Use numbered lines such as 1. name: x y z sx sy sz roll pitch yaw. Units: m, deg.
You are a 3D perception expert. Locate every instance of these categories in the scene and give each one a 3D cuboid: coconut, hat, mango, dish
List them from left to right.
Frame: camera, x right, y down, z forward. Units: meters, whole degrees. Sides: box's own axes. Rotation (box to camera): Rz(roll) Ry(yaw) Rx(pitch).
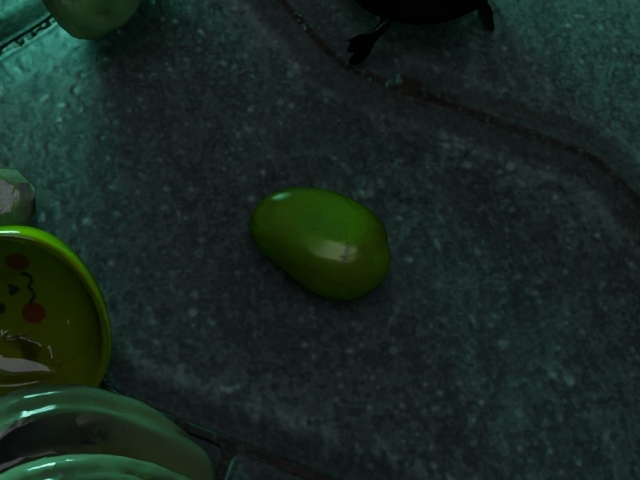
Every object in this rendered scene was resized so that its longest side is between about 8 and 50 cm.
1. dish: -0.341 0.074 0.993 0.262 0.221 0.108 -8 28 0
2. coconut: -0.354 -0.042 1.074 0.083 0.081 0.082 -14 77 26
3. mango: 0.005 -0.004 1.087 0.163 0.089 0.117 40 69 11
4. hat: 0.090 -0.355 1.226 0.336 0.209 0.238 34 46 27

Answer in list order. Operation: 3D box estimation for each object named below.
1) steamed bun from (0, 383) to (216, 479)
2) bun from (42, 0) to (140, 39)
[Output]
1. steamed bun: -0.237 0.301 0.851 0.339 0.247 0.352 20 71 4
2. bun: -0.254 -0.356 1.137 0.133 0.231 0.231 34 63 -29
